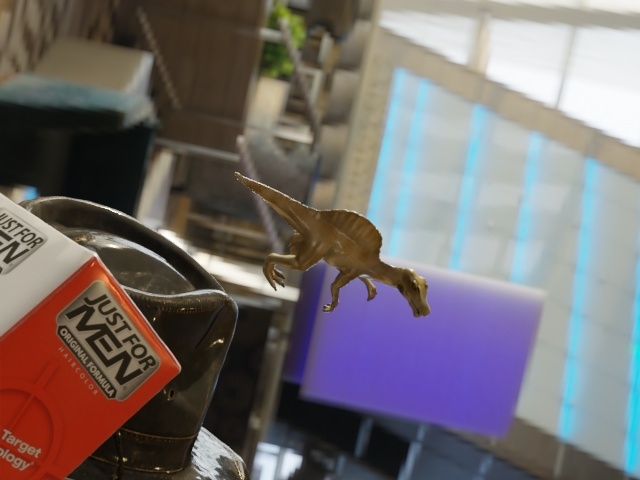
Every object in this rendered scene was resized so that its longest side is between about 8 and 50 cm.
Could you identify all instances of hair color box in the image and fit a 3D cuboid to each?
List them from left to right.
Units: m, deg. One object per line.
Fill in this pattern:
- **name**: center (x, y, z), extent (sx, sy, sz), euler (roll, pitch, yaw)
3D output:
- **hair color box**: center (-0.109, 0.053, 0.365), extent (0.141, 0.072, 0.043), euler (-43, 125, -15)

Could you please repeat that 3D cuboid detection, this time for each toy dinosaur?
- **toy dinosaur**: center (0.000, 0.000, 1.141), extent (0.092, 0.183, 0.053), euler (-39, -157, 46)

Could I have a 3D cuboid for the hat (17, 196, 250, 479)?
- **hat**: center (-0.141, 0.055, 0.992), extent (0.134, 0.331, 0.331), euler (-55, -178, 5)
